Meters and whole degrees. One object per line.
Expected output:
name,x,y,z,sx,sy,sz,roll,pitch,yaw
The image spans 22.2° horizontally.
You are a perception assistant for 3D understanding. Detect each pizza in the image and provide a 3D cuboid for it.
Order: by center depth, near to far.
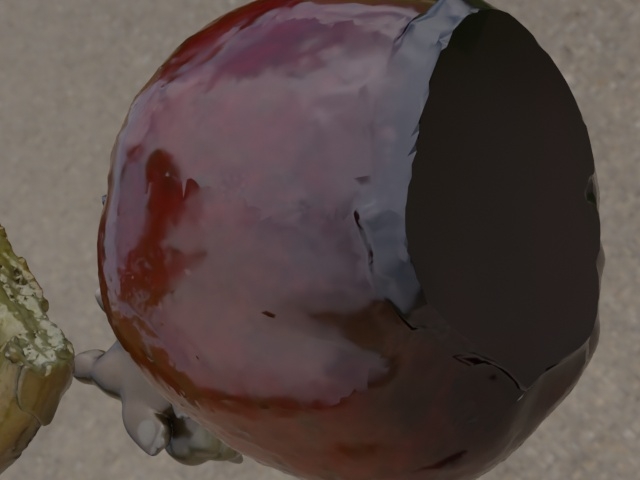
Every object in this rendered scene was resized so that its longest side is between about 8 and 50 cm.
pizza,-0.264,0.062,0.941,0.323,0.089,0.223,-27,67,39

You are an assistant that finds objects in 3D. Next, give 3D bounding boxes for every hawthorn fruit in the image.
hawthorn fruit,0.000,0.000,0.700,0.250,0.215,0.215,7,57,27

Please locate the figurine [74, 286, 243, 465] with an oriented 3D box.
figurine,-0.170,0.176,2.051,0.247,0.173,0.177,31,106,37
